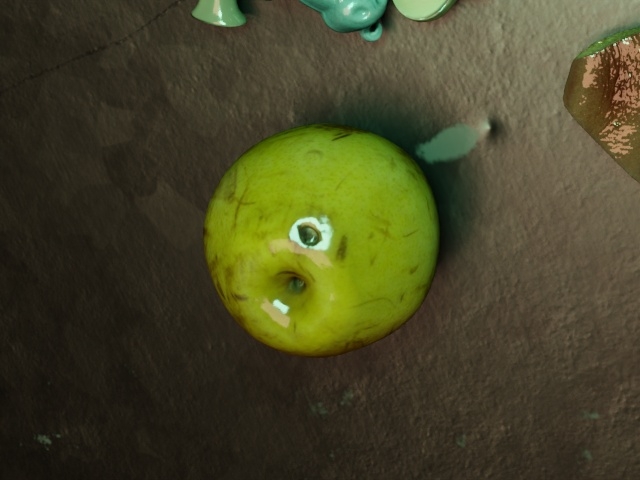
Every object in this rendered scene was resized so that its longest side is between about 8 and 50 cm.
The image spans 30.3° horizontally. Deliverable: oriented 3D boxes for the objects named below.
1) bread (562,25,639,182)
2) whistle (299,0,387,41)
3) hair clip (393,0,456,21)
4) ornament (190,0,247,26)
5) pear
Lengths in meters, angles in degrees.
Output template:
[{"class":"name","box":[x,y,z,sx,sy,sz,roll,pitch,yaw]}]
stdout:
[{"class":"bread","box":[0.318,-0.162,1.232,0.119,0.067,0.192,17,116,8]},{"class":"whistle","box":[-0.018,-0.329,1.285,0.186,0.093,0.274,-42,105,-13]},{"class":"hair clip","box":[0.132,-0.338,1.247,0.159,0.071,0.218,32,112,15]},{"class":"ornament","box":[-0.110,-0.329,1.351,0.075,0.081,0.156,28,126,36]},{"class":"pear","box":[0.000,0.000,1.321,0.280,0.281,0.281,8,112,21]}]
